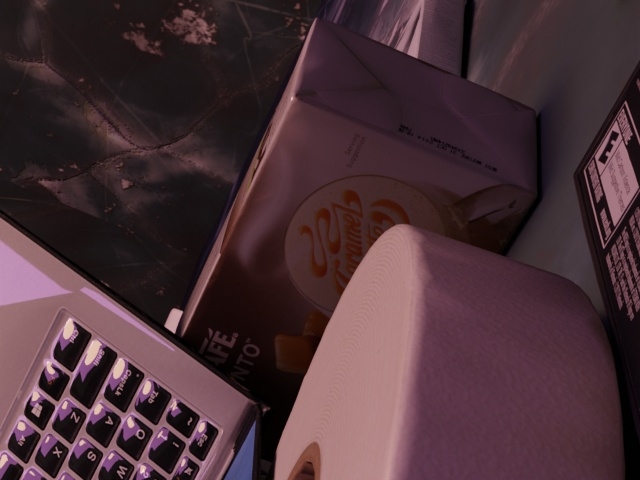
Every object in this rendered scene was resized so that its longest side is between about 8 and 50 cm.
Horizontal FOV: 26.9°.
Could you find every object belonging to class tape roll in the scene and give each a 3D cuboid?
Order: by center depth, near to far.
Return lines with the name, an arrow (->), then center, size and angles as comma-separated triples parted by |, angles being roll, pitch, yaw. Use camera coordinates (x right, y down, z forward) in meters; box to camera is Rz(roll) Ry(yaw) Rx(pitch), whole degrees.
tape roll -> -0.001, 0.183, 0.494 | 0.392, 0.072, 0.392 | -162, 90, -86

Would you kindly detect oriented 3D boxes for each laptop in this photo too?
laptop -> -0.206, 0.218, 0.684 | 0.236, 0.408, 0.382 | 13, -73, -61

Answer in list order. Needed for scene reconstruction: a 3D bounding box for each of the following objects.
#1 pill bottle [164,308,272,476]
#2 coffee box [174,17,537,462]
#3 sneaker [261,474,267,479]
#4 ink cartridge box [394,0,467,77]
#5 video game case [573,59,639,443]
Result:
pill bottle -> -0.102, 0.193, 0.992 | 0.153, 0.153, 0.264 | 165, 129, -81
coffee box -> 0.008, 0.015, 0.782 | 0.098, 0.141, 0.246 | -79, 14, -54
sneaker -> -0.078, 0.273, 0.771 | 0.115, 0.105, 0.281 | 175, 114, -74
ink cartridge box -> 0.056, -0.092, 1.117 | 0.224, 0.045, 0.223 | -77, 12, -52
video game case -> 0.156, -0.061, 0.376 | 0.275, 0.035, 0.248 | -81, 15, -64
